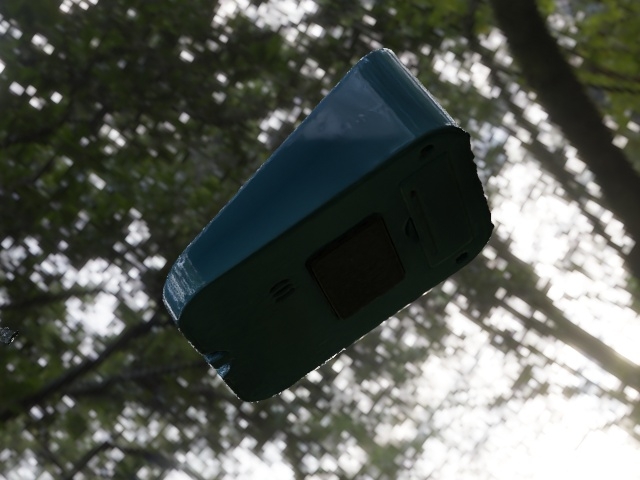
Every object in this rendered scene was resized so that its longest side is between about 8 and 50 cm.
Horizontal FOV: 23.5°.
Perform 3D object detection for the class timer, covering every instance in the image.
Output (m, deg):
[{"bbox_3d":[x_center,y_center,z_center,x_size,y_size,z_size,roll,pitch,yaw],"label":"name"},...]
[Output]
[{"bbox_3d":[0.000,0.000,1.167,0.250,0.091,0.232,-37,-26,-5],"label":"timer"}]

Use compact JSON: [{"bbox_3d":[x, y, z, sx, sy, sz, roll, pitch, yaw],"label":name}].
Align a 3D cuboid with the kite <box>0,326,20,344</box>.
[{"bbox_3d":[-0.220,0.045,0.974,0.011,0.157,0.139,7,-83,-32],"label":"kite"}]
